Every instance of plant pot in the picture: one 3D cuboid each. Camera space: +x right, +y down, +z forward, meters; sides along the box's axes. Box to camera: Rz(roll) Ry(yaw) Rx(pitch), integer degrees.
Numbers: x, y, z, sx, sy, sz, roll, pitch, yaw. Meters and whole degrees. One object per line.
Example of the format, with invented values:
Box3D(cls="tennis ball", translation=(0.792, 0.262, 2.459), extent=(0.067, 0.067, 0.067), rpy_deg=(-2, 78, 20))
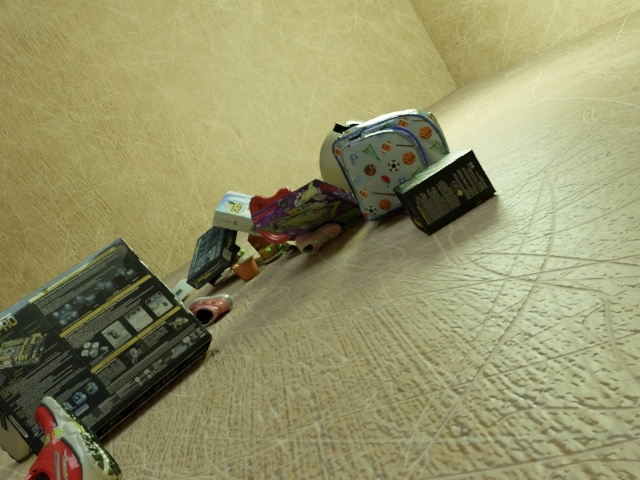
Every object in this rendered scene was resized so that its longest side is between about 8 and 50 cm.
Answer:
Box3D(cls="plant pot", translation=(0.174, -0.229, 1.772), extent=(0.256, 0.256, 0.274), rpy_deg=(-35, 27, -18))

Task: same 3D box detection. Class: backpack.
Box3D(cls="backpack", translation=(0.185, -0.195, 1.460), extent=(0.263, 0.276, 0.213), rpy_deg=(-23, 17, 13))

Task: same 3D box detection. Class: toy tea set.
Box3D(cls="toy tea set", translation=(-0.231, 0.028, 1.987), extent=(0.200, 0.124, 0.336), rpy_deg=(-33, 10, -6))

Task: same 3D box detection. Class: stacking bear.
Box3D(cls="stacking bear", translation=(-0.061, -0.086, 1.883), extent=(0.175, 0.164, 0.289), rpy_deg=(-12, 2, 33))

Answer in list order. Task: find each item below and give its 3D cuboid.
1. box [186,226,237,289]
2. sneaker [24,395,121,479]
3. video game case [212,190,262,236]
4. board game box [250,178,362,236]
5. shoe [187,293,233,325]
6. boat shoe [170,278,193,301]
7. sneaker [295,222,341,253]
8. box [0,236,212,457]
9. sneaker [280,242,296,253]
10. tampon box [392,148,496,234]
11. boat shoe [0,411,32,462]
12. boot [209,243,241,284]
Box3D(cls="box", translation=(-0.372, 0.037, 2.067), extent=(0.183, 0.059, 0.232), rpy_deg=(-36, 31, 27))
Box3D(cls="sneaker", translation=(-0.434, 0.348, 0.970), extent=(0.118, 0.107, 0.279), rpy_deg=(-45, 31, -22))
Box3D(cls="video game case", translation=(-0.226, -0.089, 2.049), extent=(0.244, 0.061, 0.269), rpy_deg=(12, 18, -3))
Box3D(cls="board game box", translation=(-0.011, -0.075, 1.616), extent=(0.208, 0.056, 0.347), rpy_deg=(-32, -17, 20))
Box3D(cls="shoe", translation=(-0.323, 0.195, 1.621), extent=(0.178, 0.063, 0.081), rpy_deg=(-19, 11, 38))
Box3D(cls="boat shoe", translation=(-0.564, 0.222, 2.225), extent=(0.076, 0.080, 0.228), rpy_deg=(-47, 4, 31))
Box3D(cls="sneaker", translation=(0.000, 0.000, 1.653), extent=(0.134, 0.051, 0.070), rpy_deg=(-19, 34, -3))
Box3D(cls="box", translation=(-0.476, 0.220, 1.227), extent=(0.395, 0.318, 0.097), rpy_deg=(-40, -11, -33))
Box3D(cls="sneaker", translation=(-0.105, 0.023, 1.884), extent=(0.031, 0.035, 0.083), rpy_deg=(-38, 12, -29))
Box3D(cls="tampon box", translation=(0.248, -0.101, 1.206), extent=(0.161, 0.101, 0.120), rpy_deg=(-32, 9, 3))
Box3D(cls="boat shoe", translation=(-0.665, 0.342, 1.365), extent=(0.158, 0.127, 0.340), rpy_deg=(-38, -29, -51))
Box3D(cls="boot", translation=(-0.371, 0.096, 2.195), extent=(0.161, 0.083, 0.246), rpy_deg=(-57, 0, -18))
